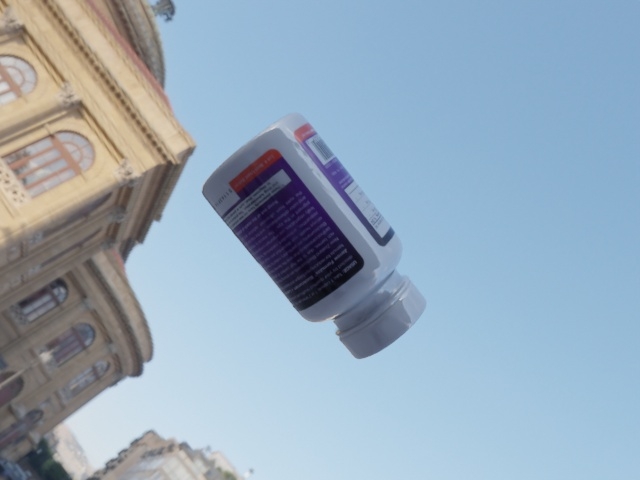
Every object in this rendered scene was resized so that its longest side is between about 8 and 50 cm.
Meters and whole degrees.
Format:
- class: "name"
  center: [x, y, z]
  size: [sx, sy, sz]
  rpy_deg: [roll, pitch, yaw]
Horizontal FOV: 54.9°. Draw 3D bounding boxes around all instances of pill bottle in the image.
- class: "pill bottle"
  center: [0.000, 0.000, 0.517]
  size: [0.194, 0.108, 0.108]
  rpy_deg: [52, -32, -4]
